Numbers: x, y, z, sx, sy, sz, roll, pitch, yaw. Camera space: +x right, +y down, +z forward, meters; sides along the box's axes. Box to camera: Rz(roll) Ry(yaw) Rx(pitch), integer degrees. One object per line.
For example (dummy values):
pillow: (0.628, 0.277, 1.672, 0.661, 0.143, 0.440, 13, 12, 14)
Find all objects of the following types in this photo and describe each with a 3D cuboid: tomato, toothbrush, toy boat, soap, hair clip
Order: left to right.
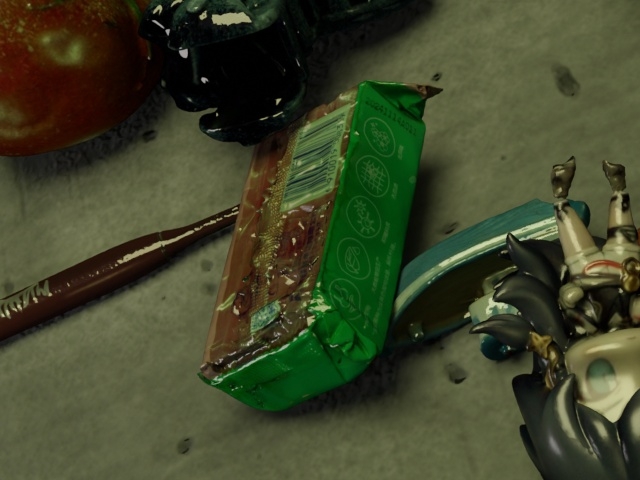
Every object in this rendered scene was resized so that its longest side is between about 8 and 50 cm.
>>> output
tomato: (-0.305, -0.226, 1.962, 0.239, 0.303, 0.303, -38, 49, 21)
toothbrush: (-0.201, 0.028, 1.877, 0.364, 0.041, 0.041, -24, 52, 11)
hair clip: (-0.050, -0.218, 1.844, 0.206, 0.194, 0.310, 6, 37, 39)
soap: (-0.002, -0.001, 1.713, 0.218, 0.098, 0.273, -29, 39, 45)
toy boat: (0.142, 0.047, 1.657, 0.215, 0.088, 0.102, -25, 56, 10)

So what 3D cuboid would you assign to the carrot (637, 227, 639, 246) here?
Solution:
carrot: (0.318, -0.022, 1.619, 0.224, 0.057, 0.057, -35, 49, 26)

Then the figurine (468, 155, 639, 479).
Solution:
figurine: (0.227, 0.089, 1.514, 0.175, 0.197, 0.265, -9, 60, 19)
